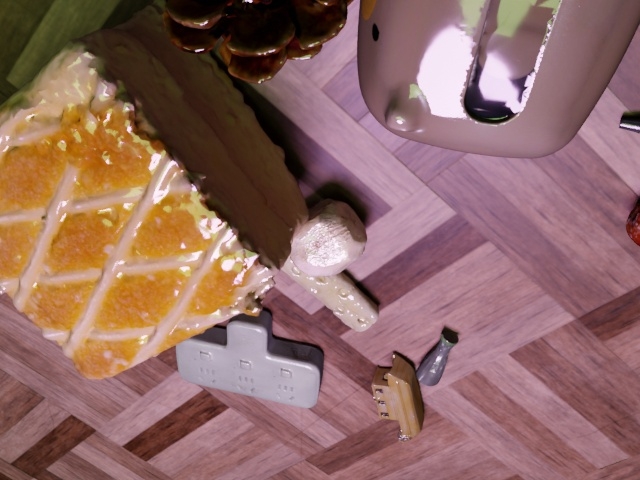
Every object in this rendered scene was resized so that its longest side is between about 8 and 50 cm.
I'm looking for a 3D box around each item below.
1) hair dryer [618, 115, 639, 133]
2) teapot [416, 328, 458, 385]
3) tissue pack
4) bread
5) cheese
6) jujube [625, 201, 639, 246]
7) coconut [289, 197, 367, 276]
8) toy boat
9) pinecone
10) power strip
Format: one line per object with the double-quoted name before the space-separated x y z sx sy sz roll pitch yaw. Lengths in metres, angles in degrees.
"hair dryer" 0.411 -0.120 0.920 0.079 0.031 0.083 12 139 19
"teapot" 0.197 0.194 1.223 0.042 0.043 0.111 19 129 -1
"tissue pack" 0.176 -0.268 0.697 0.267 0.277 0.387 12 132 2
"bread" -0.252 -0.054 0.976 0.390 0.279 0.371 -28 111 33
"cheese" 0.015 0.073 1.170 0.065 0.043 0.194 -32 114 35
"jujube" 0.467 -0.019 0.959 0.129 0.077 0.077 5 130 -3
"coconut" 0.000 0.000 1.074 0.124 0.110 0.110 -32 115 27
"toy boat" 0.136 0.285 1.304 0.077 0.057 0.200 0 129 21
"pinecone" -0.078 -0.297 0.740 0.244 0.244 0.309 -3 166 17
"power strip" -0.125 0.201 1.302 0.265 0.059 0.194 11 131 7
